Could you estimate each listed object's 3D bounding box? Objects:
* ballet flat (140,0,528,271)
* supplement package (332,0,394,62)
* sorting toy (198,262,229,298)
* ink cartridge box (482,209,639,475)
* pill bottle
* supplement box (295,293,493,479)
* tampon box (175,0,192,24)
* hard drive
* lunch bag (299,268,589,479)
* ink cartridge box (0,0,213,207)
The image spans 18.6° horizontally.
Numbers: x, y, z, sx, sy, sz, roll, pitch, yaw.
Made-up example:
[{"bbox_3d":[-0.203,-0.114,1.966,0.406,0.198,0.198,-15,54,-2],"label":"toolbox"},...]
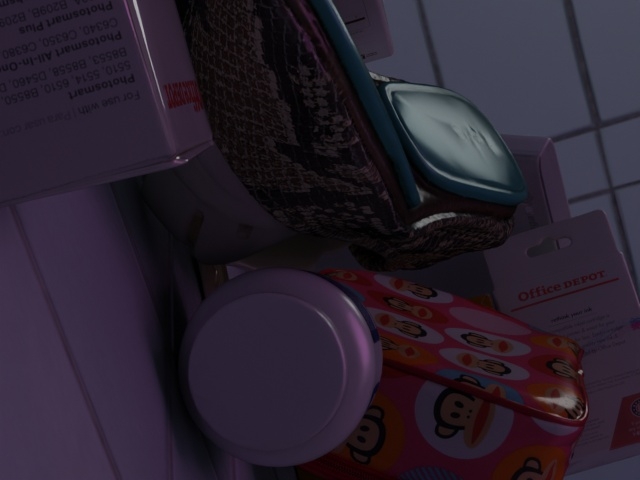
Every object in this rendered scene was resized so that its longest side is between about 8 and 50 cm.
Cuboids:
[{"bbox_3d":[-0.005,-0.045,1.200,0.164,0.182,0.483,62,11,17],"label":"ballet flat"},{"bbox_3d":[-0.055,-0.276,1.674,0.293,0.175,0.177,67,10,-65],"label":"supplement package"},{"bbox_3d":[-0.075,0.021,1.330,0.062,0.012,0.083,30,47,-79],"label":"sorting toy"},{"bbox_3d":[0.215,0.086,1.627,0.067,0.115,0.198,61,14,-72],"label":"ink cartridge box"},{"bbox_3d":[-0.022,0.071,1.110,0.187,0.112,0.112,30,44,-86],"label":"pill bottle"},{"bbox_3d":[0.074,0.148,1.673,0.194,0.191,0.129,64,10,-76],"label":"supplement box"},{"bbox_3d":[-0.064,-0.111,1.361,0.161,0.101,0.120,68,8,-66],"label":"tampon box"},{"bbox_3d":[0.077,-0.013,1.742,0.040,0.307,0.203,-56,140,-40],"label":"hard drive"},{"bbox_3d":[0.060,0.102,1.426,0.293,0.258,0.120,-47,156,-78],"label":"lunch bag"},{"bbox_3d":[-0.111,-0.118,0.723,0.148,0.086,0.203,-66,140,-85],"label":"ink cartridge box"}]
